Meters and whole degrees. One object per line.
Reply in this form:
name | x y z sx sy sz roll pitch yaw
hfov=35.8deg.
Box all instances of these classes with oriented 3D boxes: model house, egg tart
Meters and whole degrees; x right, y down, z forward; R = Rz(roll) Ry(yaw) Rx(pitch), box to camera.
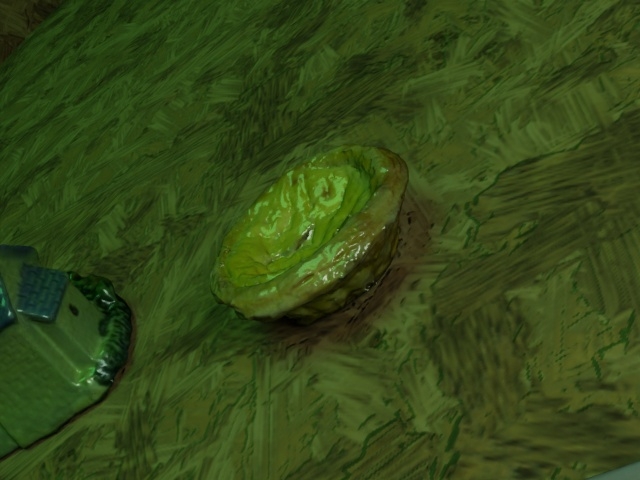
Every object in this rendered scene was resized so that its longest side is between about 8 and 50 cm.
model house | -0.315 0.075 0.955 0.214 0.189 0.195 -30 32 21
egg tart | 0.000 0.000 0.789 0.191 0.074 0.191 -30 29 19

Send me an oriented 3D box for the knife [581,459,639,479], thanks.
knife | 0.087 0.168 0.483 0.399 0.038 0.132 -28 33 21
